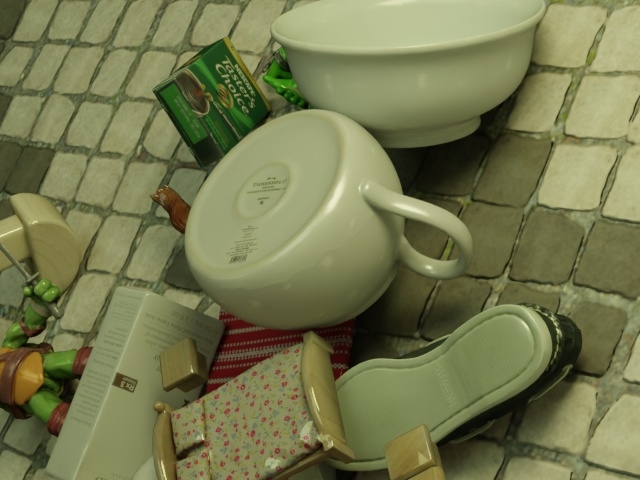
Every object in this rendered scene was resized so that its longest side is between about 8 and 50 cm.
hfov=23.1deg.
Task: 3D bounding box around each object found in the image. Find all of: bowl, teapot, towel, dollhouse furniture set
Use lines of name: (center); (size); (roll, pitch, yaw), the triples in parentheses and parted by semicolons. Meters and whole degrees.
bowl: (0.098, -0.184, 1.694); (0.298, 0.298, 0.134); (16, 119, 46)
teapot: (0.000, 0.000, 1.626); (0.252, 0.187, 0.256); (-42, 35, 7)
towel: (-0.036, 0.082, 1.762); (0.199, 0.031, 0.275); (-12, 57, 36)
dollhouse furniture set: (-0.054, 0.165, 1.487); (0.303, 0.174, 0.356); (-30, 49, 20)

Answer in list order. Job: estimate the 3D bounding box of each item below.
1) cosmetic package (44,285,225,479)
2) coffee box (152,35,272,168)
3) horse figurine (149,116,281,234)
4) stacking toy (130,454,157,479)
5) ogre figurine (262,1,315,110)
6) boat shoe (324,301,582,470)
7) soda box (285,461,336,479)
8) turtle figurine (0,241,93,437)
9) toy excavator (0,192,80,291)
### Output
cosmetic package: (-0.208, 0.178, 1.766); (0.085, 0.117, 0.231); (5, 73, 56)
coffee box: (-0.127, -0.170, 1.881); (0.040, 0.113, 0.184); (-27, 11, 25)
horse figurine: (-0.078, -0.067, 1.834); (0.263, 0.066, 0.174); (-27, 31, 16)
stacking toy: (-0.250, 0.397, 1.596); (0.350, 0.350, 0.480); (8, 54, 44)
ogre figurine: (-0.005, -0.218, 1.883); (0.118, 0.097, 0.197); (-58, 7, 6)
boat shoe: (0.123, 0.151, 1.537); (0.302, 0.091, 0.114); (-25, 71, 37)
soda box: (-0.039, 0.315, 1.570); (0.098, 0.091, 0.286); (-25, 50, 27)
turtle figurine: (-0.356, 0.148, 1.852); (0.266, 0.275, 0.198); (15, 40, 23)
toy excavator: (-0.553, 0.148, 2.007); (0.222, 0.433, 0.445); (48, 127, 47)
